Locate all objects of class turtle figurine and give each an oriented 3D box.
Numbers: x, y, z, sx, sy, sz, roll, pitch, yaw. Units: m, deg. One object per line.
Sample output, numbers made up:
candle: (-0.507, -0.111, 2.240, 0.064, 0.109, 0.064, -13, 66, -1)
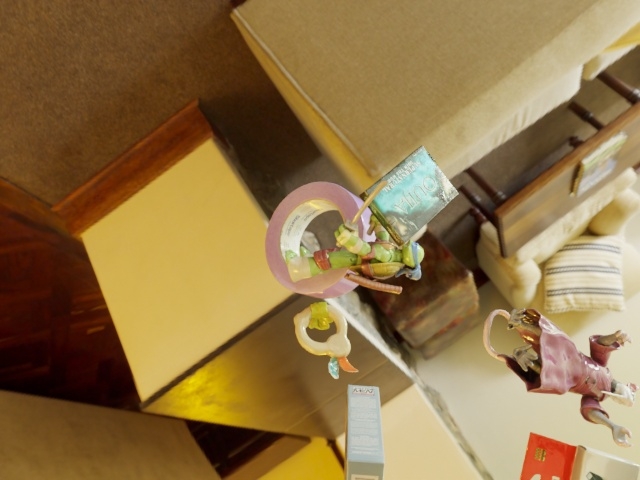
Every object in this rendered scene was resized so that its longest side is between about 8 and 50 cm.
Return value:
turtle figurine: (0.063, -0.016, 1.071, 0.267, 0.197, 0.274, -15, 121, 17)

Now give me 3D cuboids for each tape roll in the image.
tape roll: (0.000, 0.000, 1.255, 0.275, 0.274, 0.090, -43, 148, 14)

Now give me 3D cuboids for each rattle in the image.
rattle: (0.018, 0.259, 1.257, 0.130, 0.199, 0.142, -25, 154, -32)

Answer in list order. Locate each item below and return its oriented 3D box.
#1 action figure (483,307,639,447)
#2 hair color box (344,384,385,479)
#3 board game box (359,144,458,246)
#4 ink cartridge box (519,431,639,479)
action figure: (0.605, 0.330, 1.255, 0.248, 0.370, 0.276, -68, -164, -16)
hair color box: (0.134, 0.645, 1.645, 0.114, 0.374, 0.185, 3, 108, 3)
board game box: (0.176, -0.090, 1.008, 0.186, 0.126, 0.026, -40, -176, -29)
ink cartridge box: (0.596, 0.625, 1.224, 0.060, 0.239, 0.274, 70, 36, -80)
